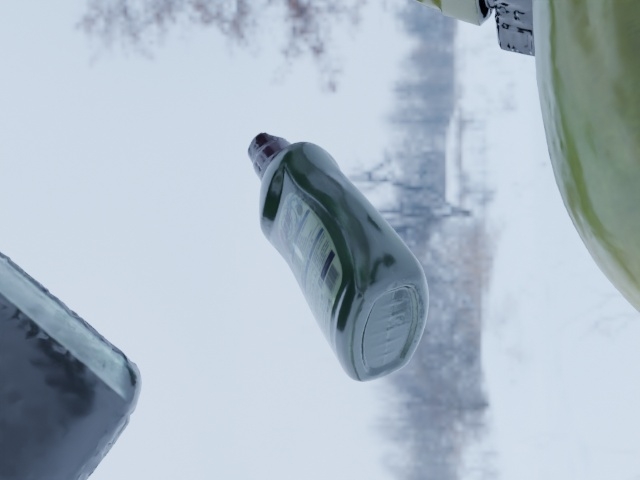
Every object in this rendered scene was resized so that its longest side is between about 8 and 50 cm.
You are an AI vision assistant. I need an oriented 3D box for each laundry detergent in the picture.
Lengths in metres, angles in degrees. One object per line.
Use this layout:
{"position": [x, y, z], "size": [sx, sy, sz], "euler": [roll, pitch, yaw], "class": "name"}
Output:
{"position": [0.000, 0.000, 1.012], "size": [0.221, 0.078, 0.144], "euler": [52, 152, 39], "class": "laundry detergent"}

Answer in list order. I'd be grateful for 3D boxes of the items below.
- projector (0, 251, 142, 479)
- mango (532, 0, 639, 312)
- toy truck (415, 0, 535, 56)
{"position": [-0.408, 0.149, 0.970], "size": [0.405, 0.395, 0.242], "euler": [-51, 6, -16], "class": "projector"}
{"position": [0.127, -0.076, 0.363], "size": [0.091, 0.137, 0.237], "euler": [178, 87, -72], "class": "mango"}
{"position": [0.111, -0.209, 0.540], "size": [0.257, 0.127, 0.127], "euler": [-58, -26, -20], "class": "toy truck"}
